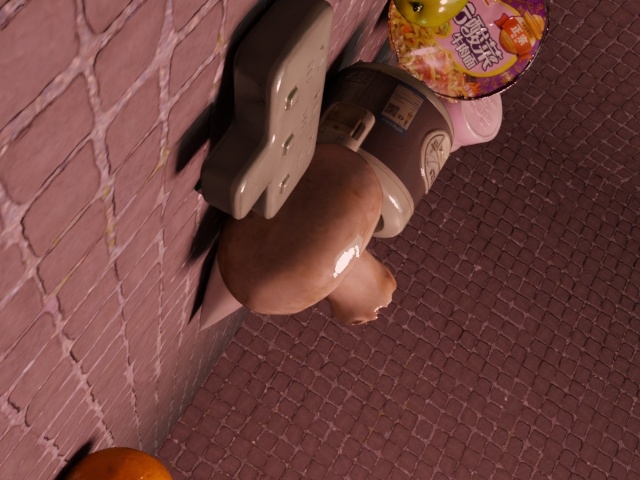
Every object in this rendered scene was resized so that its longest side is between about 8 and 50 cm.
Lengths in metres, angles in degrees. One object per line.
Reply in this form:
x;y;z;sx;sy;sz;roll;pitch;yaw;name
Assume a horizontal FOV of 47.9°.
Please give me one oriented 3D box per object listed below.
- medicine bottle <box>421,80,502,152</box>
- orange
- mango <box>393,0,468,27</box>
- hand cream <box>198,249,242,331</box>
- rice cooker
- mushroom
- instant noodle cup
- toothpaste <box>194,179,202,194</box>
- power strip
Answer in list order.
0.263;-0.325;1.889;0.379;0.213;0.213;-4;-137;45;medicine bottle
-0.347;0.453;1.200;0.219;0.193;0.219;-14;109;-45;orange
0.222;-0.511;1.269;0.175;0.143;0.293;123;-10;-76;mango
-0.166;0.072;1.398;0.185;0.118;0.359;-61;-173;-22;hand cream
0.086;-0.163;1.357;0.277;0.288;0.288;-57;178;-21;rice cooker
0.000;0.000;1.129;0.297;0.290;0.297;-45;-157;25;mushroom
0.304;-0.491;1.595;0.339;0.340;0.266;-58;-171;16;instant noodle cup
-0.115;-0.072;0.939;0.037;0.043;0.178;-58;179;9;toothpaste
-0.058;-0.112;0.773;0.193;0.059;0.265;-58;169;-29;power strip
